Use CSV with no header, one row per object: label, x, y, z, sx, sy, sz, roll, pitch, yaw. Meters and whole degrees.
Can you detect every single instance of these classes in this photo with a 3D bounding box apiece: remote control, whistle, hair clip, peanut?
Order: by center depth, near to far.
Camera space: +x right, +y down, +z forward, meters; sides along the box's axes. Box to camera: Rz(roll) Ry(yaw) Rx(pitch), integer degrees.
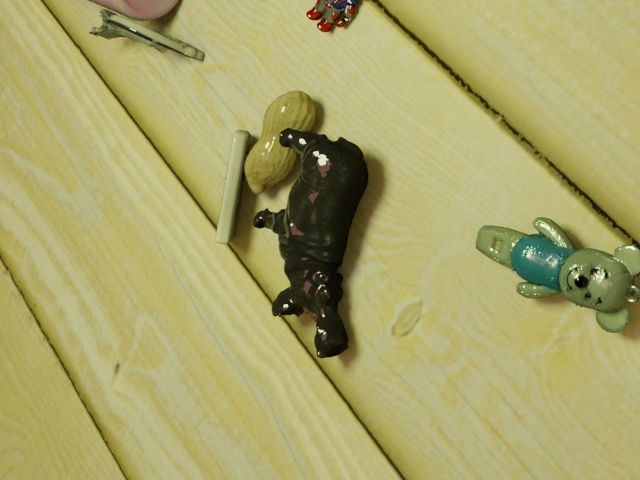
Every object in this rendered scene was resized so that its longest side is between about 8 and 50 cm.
whistle,0.298,0.031,1.159,0.236,0.077,0.113,24,110,39
peanut,-0.069,-0.157,1.455,0.082,0.082,0.187,37,112,33
remote control,-0.146,-0.091,1.513,0.029,0.087,0.190,11,98,-1
hair clip,-0.327,-0.367,1.626,0.220,0.140,0.054,25,95,37

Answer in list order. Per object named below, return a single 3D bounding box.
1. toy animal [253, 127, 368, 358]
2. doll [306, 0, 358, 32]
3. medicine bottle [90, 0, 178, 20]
toy animal,-0.015,0.002,1.393,0.168,0.106,0.343,12,103,31
doll,0.047,-0.403,1.378,0.194,0.062,0.104,-47,61,35
medicine bottle,-0.396,-0.523,1.660,0.291,0.178,0.178,30,107,35
